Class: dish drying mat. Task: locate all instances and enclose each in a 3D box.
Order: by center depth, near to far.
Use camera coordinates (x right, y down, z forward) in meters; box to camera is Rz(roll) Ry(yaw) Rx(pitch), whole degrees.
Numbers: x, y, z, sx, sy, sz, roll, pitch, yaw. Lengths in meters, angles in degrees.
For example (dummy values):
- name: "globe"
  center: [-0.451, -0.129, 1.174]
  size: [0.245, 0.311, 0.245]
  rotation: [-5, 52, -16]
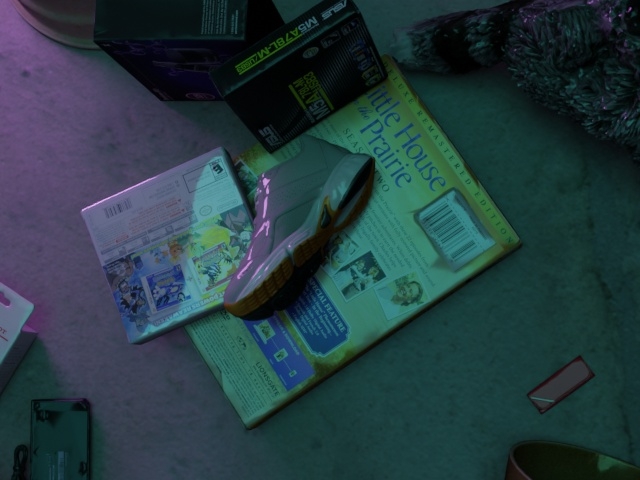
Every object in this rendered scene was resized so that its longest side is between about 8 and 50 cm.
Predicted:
- name: "dish drying mat"
  center: [0.300, 0.180, 1.328]
  size: [0.083, 0.008, 0.032]
  rotation: [-37, 78, 3]

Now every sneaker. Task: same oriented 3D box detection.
- name: "sneaker"
  center: [-0.047, -0.020, 1.290]
  size: [0.121, 0.099, 0.262]
  rotation: [29, 64, 22]

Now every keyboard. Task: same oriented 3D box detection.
- name: "keyboard"
  center: [-0.357, 0.300, 1.407]
  size: [0.108, 0.023, 0.180]
  rotation: [-2, 81, 2]

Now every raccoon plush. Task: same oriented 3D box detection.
- name: "raccoon plush"
  center: [0.330, -0.166, 1.321]
  size: [0.446, 0.216, 0.299]
  rotation: [3, 117, 47]

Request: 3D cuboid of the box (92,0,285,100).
- name: "box"
  center: [-0.150, -0.253, 1.328]
  size: [0.184, 0.261, 0.103]
  rotation: [4, 83, 10]

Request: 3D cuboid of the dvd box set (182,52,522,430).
- name: "dvd box set"
  center: [0.000, 0.000, 1.372]
  size: [0.420, 0.062, 0.308]
  rotation: [-35, 78, 3]

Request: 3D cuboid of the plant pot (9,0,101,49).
- name: "plant pot"
  center: [-0.323, -0.450, 1.360]
  size: [0.333, 0.305, 0.334]
  rotation: [-1, 82, 8]

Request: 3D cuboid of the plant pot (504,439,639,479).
- name: "plant pot"
  center: [0.289, 0.391, 1.207]
  size: [0.237, 0.237, 0.254]
  rotation: [19, 100, 11]

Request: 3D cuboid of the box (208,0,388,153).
- name: "box"
  center: [-0.020, -0.197, 1.277]
  size: [0.184, 0.191, 0.045]
  rotation: [-34, 70, 2]

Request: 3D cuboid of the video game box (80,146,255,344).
- name: "video game box"
  center: [-0.176, 0.008, 1.345]
  size: [0.205, 0.048, 0.187]
  rotation: [-23, 77, 6]

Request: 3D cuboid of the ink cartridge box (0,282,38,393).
- name: "ink cartridge box"
  center: [-0.455, 0.140, 1.422]
  size: [0.104, 0.061, 0.181]
  rotation: [32, 88, 11]
